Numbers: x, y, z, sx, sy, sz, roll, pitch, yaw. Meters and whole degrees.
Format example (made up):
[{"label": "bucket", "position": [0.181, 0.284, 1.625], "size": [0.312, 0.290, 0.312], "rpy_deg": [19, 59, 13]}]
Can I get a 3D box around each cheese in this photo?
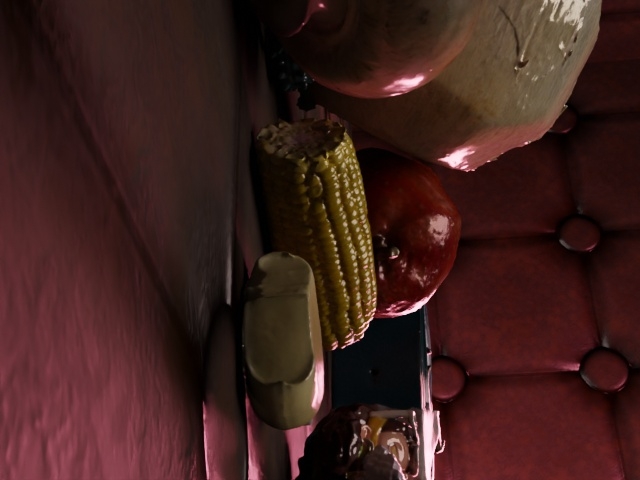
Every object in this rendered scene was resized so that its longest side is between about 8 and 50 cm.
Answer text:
[{"label": "cheese", "position": [-0.022, 0.098, 0.759], "size": [0.255, 0.050, 0.127], "rpy_deg": [81, 5, -68]}]

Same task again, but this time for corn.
[{"label": "corn", "position": [0.000, 0.000, 0.854], "size": [0.244, 0.093, 0.093], "rpy_deg": [81, 6, -45]}]

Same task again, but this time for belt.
[{"label": "belt", "position": [0.104, 0.226, 1.577], "size": [0.436, 0.173, 0.300], "rpy_deg": [-90, 171, -48]}]

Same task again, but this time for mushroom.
[{"label": "mushroom", "position": [0.026, -0.229, 0.776], "size": [0.184, 0.255, 0.255], "rpy_deg": [-35, 136, -31]}]

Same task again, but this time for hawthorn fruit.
[{"label": "hawthorn fruit", "position": [0.069, -0.005, 1.132], "size": [0.253, 0.205, 0.205], "rpy_deg": [-33, 120, -83]}]

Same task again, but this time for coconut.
[{"label": "coconut", "position": [0.145, -0.276, 1.061], "size": [0.346, 0.346, 0.360], "rpy_deg": [-75, -169, -78]}]

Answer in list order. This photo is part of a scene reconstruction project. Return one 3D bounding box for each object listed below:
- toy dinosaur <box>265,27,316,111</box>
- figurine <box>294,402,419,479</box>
[{"label": "toy dinosaur", "position": [-0.025, -0.171, 0.942], "size": [0.154, 0.049, 0.055], "rpy_deg": [65, 19, -65]}, {"label": "figurine", "position": [0.030, 0.248, 0.892], "size": [0.240, 0.116, 0.174], "rpy_deg": [-75, 159, -60]}]
